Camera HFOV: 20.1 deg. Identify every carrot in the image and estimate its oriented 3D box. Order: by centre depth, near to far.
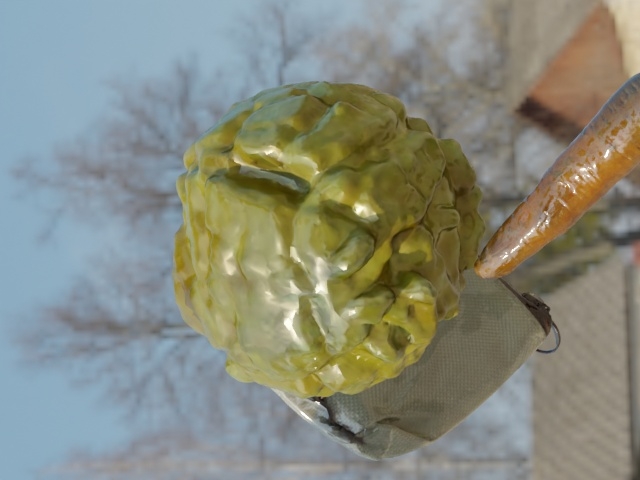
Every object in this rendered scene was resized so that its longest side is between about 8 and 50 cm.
[{"bbox_3d":[0.168,-0.036,1.188,0.047,0.191,0.047,32,-155,-17],"label":"carrot"}]

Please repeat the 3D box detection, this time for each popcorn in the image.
[{"bbox_3d":[0.008,-0.004,1.370,0.225,0.249,0.249,-33,-56,-41],"label":"popcorn"}]

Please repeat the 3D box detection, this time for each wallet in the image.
[{"bbox_3d":[0.037,0.045,1.614,0.275,0.335,0.068,-43,-4,-37],"label":"wallet"}]
